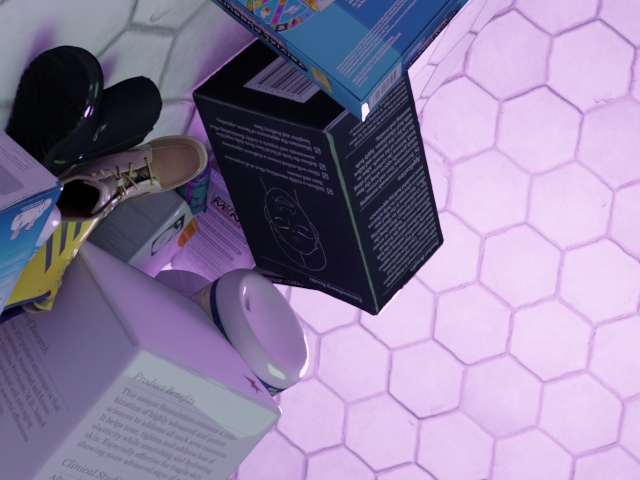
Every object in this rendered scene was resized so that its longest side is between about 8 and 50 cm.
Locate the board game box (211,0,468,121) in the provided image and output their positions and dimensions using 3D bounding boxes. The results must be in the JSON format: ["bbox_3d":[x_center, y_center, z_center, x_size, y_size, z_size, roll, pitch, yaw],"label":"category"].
[{"bbox_3d":[0.003,-0.344,1.298,0.253,0.336,0.079,-49,170,-6],"label":"board game box"}]

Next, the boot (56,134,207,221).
[{"bbox_3d":[-0.268,-0.082,1.497,0.213,0.077,0.165,-12,-167,9],"label":"boot"}]

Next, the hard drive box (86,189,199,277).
[{"bbox_3d":[-0.329,0.014,1.904,0.232,0.089,0.181,-48,170,-9],"label":"hard drive box"}]

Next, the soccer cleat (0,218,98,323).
[{"bbox_3d":[-0.405,0.044,1.568,0.289,0.121,0.093,-45,169,-31],"label":"soccer cleat"}]

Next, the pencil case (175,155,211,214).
[{"bbox_3d":[-0.232,-0.100,1.978,0.151,0.065,0.070,108,-7,-64],"label":"pencil case"}]

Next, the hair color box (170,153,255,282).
[{"bbox_3d":[-0.178,-0.012,2.199,0.113,0.185,0.374,-44,169,-31],"label":"hair color box"}]

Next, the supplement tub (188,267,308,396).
[{"bbox_3d":[-0.210,0.222,1.999,0.325,0.235,0.235,-33,177,21],"label":"supplement tub"}]

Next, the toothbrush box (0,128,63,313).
[{"bbox_3d":[-0.415,0.001,1.076,0.295,0.216,0.126,-55,169,32],"label":"toothbrush box"}]

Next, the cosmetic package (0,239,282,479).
[{"bbox_3d":[-0.347,0.268,1.694,0.393,0.327,0.329,-49,135,5],"label":"cosmetic package"}]

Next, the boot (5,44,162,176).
[{"bbox_3d":[-0.280,-0.174,1.374,0.207,0.094,0.246,-35,169,-46],"label":"boot"}]

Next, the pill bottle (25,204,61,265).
[{"bbox_3d":[-0.437,0.028,1.280,0.264,0.146,0.146,-51,171,1],"label":"pill bottle"}]

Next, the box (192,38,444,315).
[{"bbox_3d":[0.007,-0.115,1.843,0.212,0.294,0.395,-44,137,-30],"label":"box"}]

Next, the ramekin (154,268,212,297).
[{"bbox_3d":[-0.298,0.192,2.197,0.277,0.277,0.135,-53,-152,17],"label":"ramekin"}]

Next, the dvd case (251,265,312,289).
[{"bbox_3d":[0.000,0.000,2.077,0.179,0.029,0.238,6,-136,46],"label":"dvd case"}]
